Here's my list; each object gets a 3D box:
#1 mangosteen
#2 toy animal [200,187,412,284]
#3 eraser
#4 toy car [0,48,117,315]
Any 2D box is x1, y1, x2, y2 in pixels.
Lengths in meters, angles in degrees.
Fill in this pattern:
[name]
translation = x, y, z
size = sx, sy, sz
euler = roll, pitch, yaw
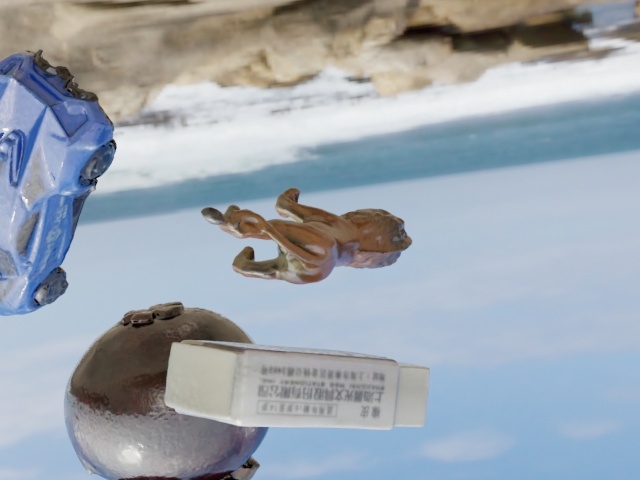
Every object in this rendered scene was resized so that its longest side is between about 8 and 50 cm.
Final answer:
[mangosteen]
translation = -0.216, 0.267, 1.599
size = 0.306, 0.347, 0.307
euler = -8, -174, 1
[toy animal]
translation = 0.000, 0.000, 1.290
size = 0.157, 0.097, 0.312
euler = 12, -167, 23
[eraser]
translation = -0.019, 0.158, 1.186
size = 0.279, 0.081, 0.124
euler = 9, 174, -40
[toy car]
translation = -0.212, -0.029, 0.746
size = 0.063, 0.103, 0.216
euler = -33, 158, -53
